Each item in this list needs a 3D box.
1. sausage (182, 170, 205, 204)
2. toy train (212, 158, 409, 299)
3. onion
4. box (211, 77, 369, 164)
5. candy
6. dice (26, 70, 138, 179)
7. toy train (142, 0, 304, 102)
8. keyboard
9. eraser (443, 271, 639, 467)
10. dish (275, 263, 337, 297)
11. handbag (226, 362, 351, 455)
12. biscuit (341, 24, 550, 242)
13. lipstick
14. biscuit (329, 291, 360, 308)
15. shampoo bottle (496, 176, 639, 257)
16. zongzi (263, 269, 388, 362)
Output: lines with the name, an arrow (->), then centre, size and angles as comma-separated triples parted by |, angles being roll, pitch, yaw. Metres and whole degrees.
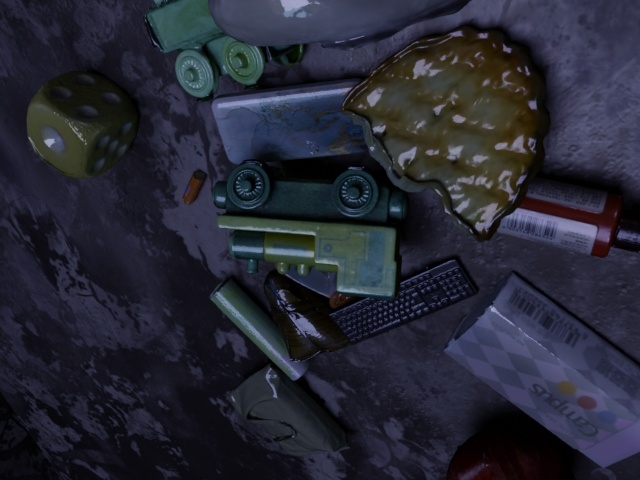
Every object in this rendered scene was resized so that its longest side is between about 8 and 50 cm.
sausage -> -0.291, -0.116, 1.428 | 0.031, 0.031, 0.107 | 39, 136, 1
toy train -> -0.025, -0.024, 1.159 | 0.368, 0.150, 0.237 | 5, 95, 12
onion -> 0.407, 0.531, 1.328 | 0.276, 0.276, 0.276 | 17, 130, 21
box -> -0.047, -0.212, 1.138 | 0.285, 0.044, 0.142 | -4, 128, 13
candy -> 0.044, -0.372, 0.775 | 0.386, 0.427, 0.186 | 15, 140, 40
dice -> -0.520, -0.251, 1.372 | 0.166, 0.169, 0.169 | 37, 135, 4
toy train -> -0.160, -0.360, 1.082 | 0.271, 0.159, 0.188 | -4, 117, 39
keyboard -> 0.163, 0.128, 1.288 | 0.309, 0.018, 0.101 | -27, 108, 28
eraser -> 0.458, 0.256, 1.202 | 0.397, 0.082, 0.213 | 36, 135, 4
dish -> 0.000, 0.000, 1.309 | 0.154, 0.064, 0.234 | 28, 134, 12
handbag -> -0.099, 0.476, 1.700 | 0.316, 0.109, 0.253 | 45, 138, -13
biscuit -> 0.201, -0.158, 0.996 | 0.329, 0.078, 0.335 | -12, 89, 31
lipstick -> -0.150, 0.219, 1.564 | 0.304, 0.076, 0.076 | 45, 134, -7
biscuit -> 0.061, 0.116, 1.344 | 0.015, 0.091, 0.078 | 56, 164, 31
shampoo bottle -> 0.407, -0.035, 1.000 | 0.278, 0.104, 0.104 | 16, 130, 22
zongzi -> 0.004, 0.147, 1.403 | 0.242, 0.112, 0.221 | -18, 106, 21
